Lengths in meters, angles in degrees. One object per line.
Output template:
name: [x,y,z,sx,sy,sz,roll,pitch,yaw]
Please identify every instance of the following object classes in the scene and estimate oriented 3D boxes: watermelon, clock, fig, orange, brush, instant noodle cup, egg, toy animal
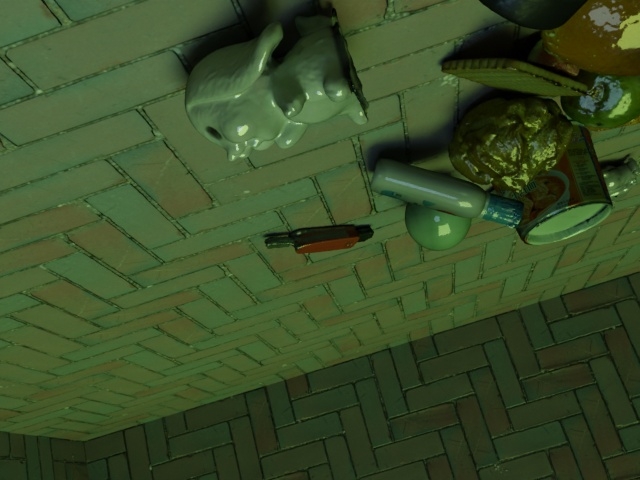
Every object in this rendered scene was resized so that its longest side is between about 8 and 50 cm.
watermelon: [0.454,-0.344,1.286,0.125,0.094,0.135,17,131,-45]
clock: [0.827,-0.164,2.013,0.117,0.080,0.176,-14,158,-7]
fig: [0.594,-0.300,1.400,0.233,0.167,0.167,5,151,-31]
orange: [0.519,-0.387,1.117,0.334,0.196,0.263,-3,134,-18]
brush: [0.000,0.001,1.865,0.323,0.051,0.070,-5,159,-27]
instant noodle cup: [0.575,-0.130,1.732,0.296,0.214,0.296,-15,158,-6]
egg: [0.299,-0.058,1.775,0.168,0.168,0.231,-18,165,4]
toy animal: [-0.065,-0.242,1.067,0.289,0.174,0.249,-14,171,-10]

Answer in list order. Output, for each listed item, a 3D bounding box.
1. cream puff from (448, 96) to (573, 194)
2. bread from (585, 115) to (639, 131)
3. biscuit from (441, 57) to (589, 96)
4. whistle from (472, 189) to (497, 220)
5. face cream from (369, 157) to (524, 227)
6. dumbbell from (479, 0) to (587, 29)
cream puff: [0.395,-0.206,1.468,0.244,0.196,0.244,18,164,5]
bread: [0.690,-0.308,1.560,0.211,0.083,0.114,-15,155,-8]
biscuit: [0.365,-0.303,1.297,0.254,0.029,0.172,4,-174,-40]
whistle: [0.477,-0.097,1.958,0.198,0.057,0.104,-33,158,35]
face cream: [0.278,-0.102,1.545,0.336,0.080,0.163,17,-179,2]
dumbbell: [0.320,-0.428,0.828,0.203,0.204,0.322,-5,156,-27]
